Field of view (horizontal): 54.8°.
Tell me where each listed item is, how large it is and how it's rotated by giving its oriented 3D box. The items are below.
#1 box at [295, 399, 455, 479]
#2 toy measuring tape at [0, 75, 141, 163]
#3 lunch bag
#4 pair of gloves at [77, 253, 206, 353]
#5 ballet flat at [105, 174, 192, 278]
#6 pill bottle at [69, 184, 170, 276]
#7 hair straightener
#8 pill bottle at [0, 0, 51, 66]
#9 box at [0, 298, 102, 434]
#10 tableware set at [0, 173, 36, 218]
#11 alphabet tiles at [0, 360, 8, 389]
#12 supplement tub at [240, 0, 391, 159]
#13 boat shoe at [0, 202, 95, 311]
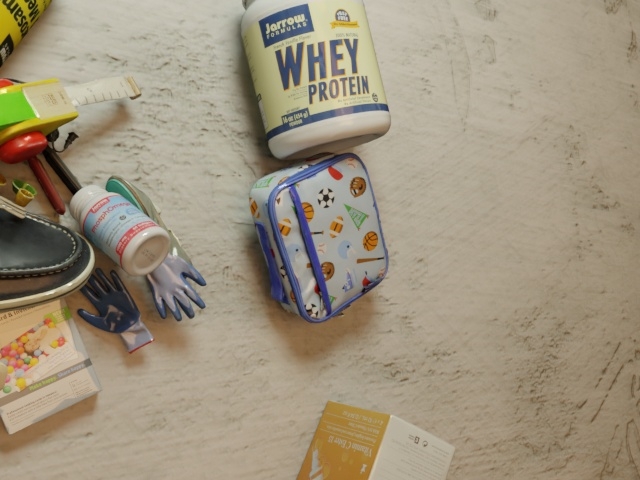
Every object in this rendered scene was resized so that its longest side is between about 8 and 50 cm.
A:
[{"bbox_3d":[0.065,0.491,1.114,0.168,0.215,0.345,33,68,-24],"label":"box"},{"bbox_3d":[-0.422,-0.191,0.939,0.330,0.122,0.121,-37,105,-55],"label":"toy measuring tape"},{"bbox_3d":[0.000,0.000,1.157,0.243,0.115,0.303,-29,115,-30],"label":"lunch bag"},{"bbox_3d":[-0.295,0.090,1.016,0.198,0.023,0.159,-32,102,-6],"label":"pair of gloves"},{"bbox_3d":[-0.290,-0.020,1.054,0.213,0.072,0.068,62,32,-11],"label":"ballet flat"},{"bbox_3d":[-0.316,-0.020,0.963,0.160,0.087,0.087,35,59,23],"label":"pill bottle"},{"bbox_3d":[-0.438,-0.159,0.989,0.089,0.047,0.230,-34,97,-33],"label":"hair straightener"},{"bbox_3d":[-0.511,-0.347,0.876,0.188,0.188,0.333,34,69,-24],"label":"pill bottle"},{"bbox_3d":[-0.440,0.178,0.946,0.145,0.038,0.186,-23,95,-31],"label":"box"},{"bbox_3d":[-0.467,-0.092,0.850,0.154,0.104,0.024,33,102,-30],"label":"tableware set"},{"bbox_3d":[-0.543,0.227,0.752,0.278,0.021,0.283,5,111,-48],"label":"alphabet tiles"},{"bbox_3d":[-0.014,-0.331,1.147,0.236,0.235,0.324,-15,92,-32],"label":"supplement tub"},{"bbox_3d":[-0.547,-0.030,0.809,0.501,0.156,0.186,17,39,-27],"label":"boat shoe"}]
